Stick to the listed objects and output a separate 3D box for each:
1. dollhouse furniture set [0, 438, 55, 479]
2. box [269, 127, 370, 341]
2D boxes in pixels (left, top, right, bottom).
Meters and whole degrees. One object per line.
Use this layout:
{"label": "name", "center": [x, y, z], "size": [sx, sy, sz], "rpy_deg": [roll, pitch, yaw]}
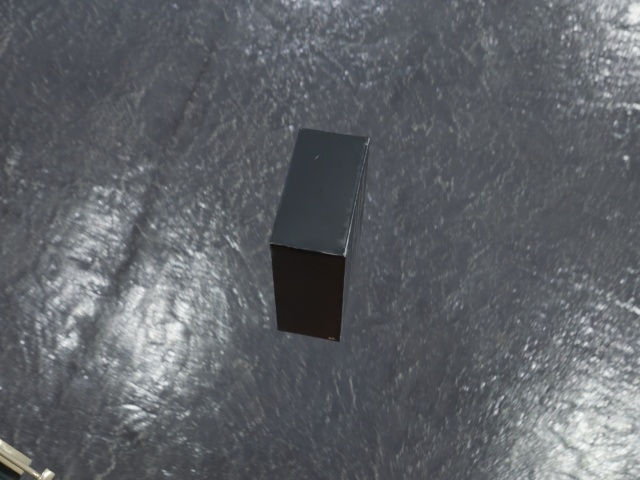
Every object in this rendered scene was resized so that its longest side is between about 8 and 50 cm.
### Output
{"label": "dollhouse furniture set", "center": [-0.359, 0.217, 0.759], "size": [0.183, 0.129, 0.129], "rpy_deg": [36, 66, -7]}
{"label": "box", "center": [0.000, 0.000, 1.154], "size": [0.103, 0.261, 0.184], "rpy_deg": [8, 60, 4]}
